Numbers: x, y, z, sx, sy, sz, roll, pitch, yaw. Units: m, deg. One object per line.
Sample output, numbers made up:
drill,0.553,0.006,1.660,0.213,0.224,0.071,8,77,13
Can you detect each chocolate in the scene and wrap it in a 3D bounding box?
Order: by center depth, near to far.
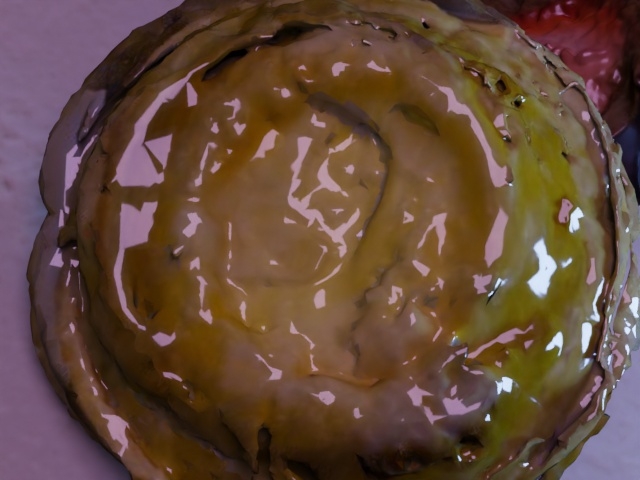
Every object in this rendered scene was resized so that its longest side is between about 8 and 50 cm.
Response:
chocolate,0.106,-0.074,0.768,0.133,0.127,0.124,23,30,29

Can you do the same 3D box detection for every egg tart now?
egg tart,0.000,0.000,0.674,0.278,0.095,0.279,-2,76,10
